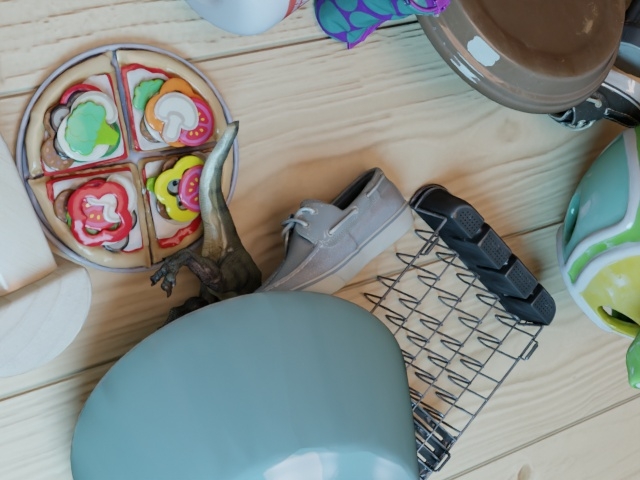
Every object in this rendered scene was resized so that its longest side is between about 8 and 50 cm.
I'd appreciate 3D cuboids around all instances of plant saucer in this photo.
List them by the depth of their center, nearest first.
[{"bbox_3d":[0.202,-0.262,0.941,0.277,0.041,0.278,7,74,-27],"label":"plant saucer"}]

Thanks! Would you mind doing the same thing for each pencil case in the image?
[{"bbox_3d":[0.055,-0.220,0.857,0.064,0.151,0.070,-32,105,-24],"label":"pencil case"}]

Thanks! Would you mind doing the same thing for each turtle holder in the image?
[{"bbox_3d":[0.379,0.019,0.983,0.243,0.227,0.320,25,44,-42],"label":"turtle holder"}]

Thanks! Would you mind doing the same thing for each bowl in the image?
[{"bbox_3d":[-0.039,0.211,0.797,0.311,0.163,0.312,-12,128,-16],"label":"bowl"}]

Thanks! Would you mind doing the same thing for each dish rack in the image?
[{"bbox_3d":[0.113,0.103,0.985,0.208,0.074,0.271,44,78,-25],"label":"dish rack"}]

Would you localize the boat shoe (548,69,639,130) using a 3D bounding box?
[{"bbox_3d":[0.270,-0.157,1.029,0.219,0.078,0.070,21,87,-21],"label":"boat shoe"}]

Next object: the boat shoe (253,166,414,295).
[{"bbox_3d":[0.001,-0.001,0.884,0.227,0.079,0.081,-38,100,-44],"label":"boat shoe"}]

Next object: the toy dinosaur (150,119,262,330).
[{"bbox_3d":[-0.096,0.037,0.855,0.118,0.064,0.268,-32,124,-34],"label":"toy dinosaur"}]

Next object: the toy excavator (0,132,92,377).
[{"bbox_3d":[-0.361,-0.110,0.634,0.445,0.222,0.433,0,99,-37],"label":"toy excavator"}]

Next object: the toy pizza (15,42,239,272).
[{"bbox_3d":[-0.160,-0.070,0.831,0.201,0.032,0.201,-5,100,-27],"label":"toy pizza"}]

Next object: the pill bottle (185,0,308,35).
[{"bbox_3d":[0.008,-0.326,0.798,0.323,0.181,0.182,-40,114,-17],"label":"pill bottle"}]

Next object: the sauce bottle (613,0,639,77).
[{"bbox_3d":[0.425,-0.341,1.061,0.111,0.111,0.344,37,81,-27],"label":"sauce bottle"}]
